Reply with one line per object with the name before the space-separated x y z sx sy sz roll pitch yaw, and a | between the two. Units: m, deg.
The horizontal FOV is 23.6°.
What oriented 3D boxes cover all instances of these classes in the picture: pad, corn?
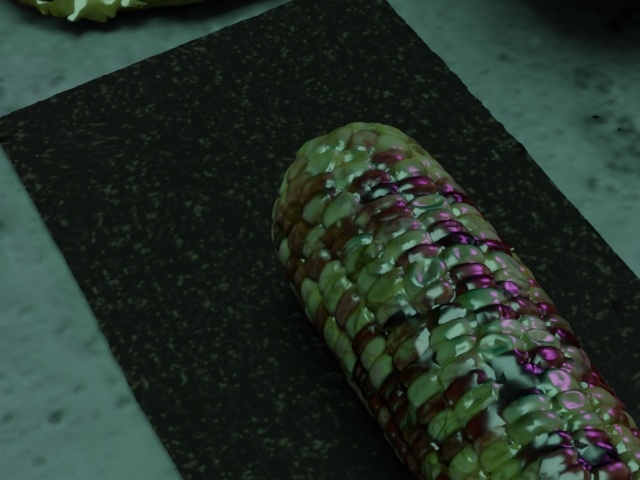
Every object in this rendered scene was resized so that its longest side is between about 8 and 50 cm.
pad | 0.000 0.000 0.702 0.220 0.004 0.330 -23 49 -14
corn | 0.060 0.054 0.585 0.086 0.086 0.253 -24 51 -14

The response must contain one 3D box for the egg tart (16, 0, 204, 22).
egg tart | -0.092 -0.250 0.873 0.297 0.132 0.297 -4 53 5
